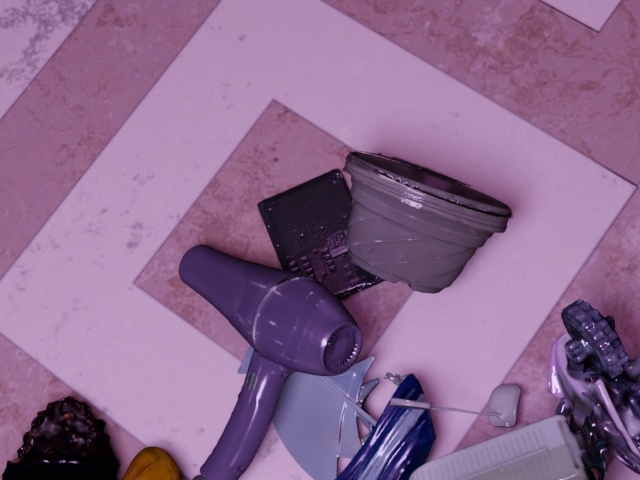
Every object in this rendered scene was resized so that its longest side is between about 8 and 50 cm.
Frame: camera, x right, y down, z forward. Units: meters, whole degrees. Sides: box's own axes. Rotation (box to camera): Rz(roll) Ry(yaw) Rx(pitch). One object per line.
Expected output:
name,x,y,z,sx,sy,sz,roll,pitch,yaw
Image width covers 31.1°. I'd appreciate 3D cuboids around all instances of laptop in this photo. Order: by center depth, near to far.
laptop,0.000,0.000,1.587,0.129,0.016,0.180,-24,69,1

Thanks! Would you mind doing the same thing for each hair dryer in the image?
hair dryer,-0.121,0.193,1.487,0.301,0.121,0.361,25,93,42

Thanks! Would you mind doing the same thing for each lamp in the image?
lamp,0.167,0.196,1.421,0.050,0.198,0.056,-4,77,51

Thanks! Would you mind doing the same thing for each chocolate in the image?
chocolate,-0.338,0.265,1.508,0.156,0.156,0.133,-11,54,6

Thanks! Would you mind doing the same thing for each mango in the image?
mango,-0.220,0.341,1.448,0.115,0.089,0.165,-5,52,48

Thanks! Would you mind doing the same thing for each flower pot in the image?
flower pot,0.119,-0.019,1.485,0.236,0.235,0.140,25,101,16

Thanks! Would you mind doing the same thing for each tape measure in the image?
tape measure,0.241,0.313,1.346,0.235,0.207,0.115,-23,44,12

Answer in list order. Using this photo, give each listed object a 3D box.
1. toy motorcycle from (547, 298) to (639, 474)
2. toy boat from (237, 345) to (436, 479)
toy motorcycle,0.381,0.218,1.390,0.143,0.188,0.327,-33,85,-12
toy boat,0.028,0.214,1.480,0.210,0.070,0.291,-34,64,12
